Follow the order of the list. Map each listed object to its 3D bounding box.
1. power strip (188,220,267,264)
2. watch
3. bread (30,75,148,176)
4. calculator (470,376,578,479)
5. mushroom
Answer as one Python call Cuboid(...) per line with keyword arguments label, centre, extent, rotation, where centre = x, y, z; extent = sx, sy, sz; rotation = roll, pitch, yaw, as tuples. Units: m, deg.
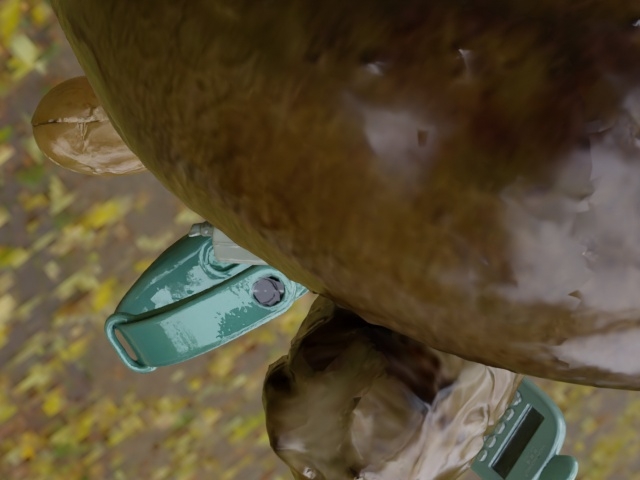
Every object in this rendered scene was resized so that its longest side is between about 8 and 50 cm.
Cuboid(label="power strip", centre=(0.000, 0.000, 1.288), extent=(0.047, 0.191, 0.030), rotation=(-39, 129, -62))
Cuboid(label="watch", centre=(-0.087, 0.036, 1.820), extent=(0.237, 0.068, 0.195), rotation=(-28, -160, 6))
Cuboid(label="bread", centre=(-0.227, -0.130, 2.186), extent=(0.189, 0.114, 0.077), rotation=(-1, 163, -25))
Cuboid(label="calculator", centre=(0.157, 0.160, 1.664), extent=(0.021, 0.153, 0.095), rotation=(2, 122, -55))
Cuboid(label="mushroom", centre=(0.084, -0.091, 0.688), extent=(0.345, 0.345, 0.239), rotation=(-28, 169, -30))
